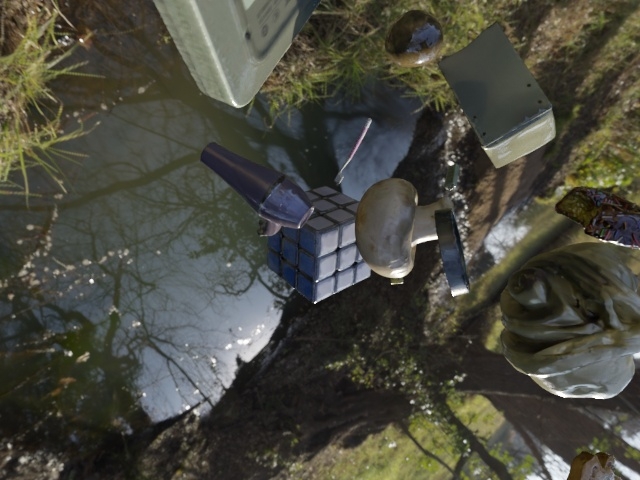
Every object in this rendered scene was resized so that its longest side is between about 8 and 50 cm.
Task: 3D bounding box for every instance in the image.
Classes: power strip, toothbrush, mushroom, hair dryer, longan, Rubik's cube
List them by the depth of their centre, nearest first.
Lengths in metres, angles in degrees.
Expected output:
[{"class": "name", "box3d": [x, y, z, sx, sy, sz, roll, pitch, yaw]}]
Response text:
[{"class": "power strip", "box3d": [0.328, -0.161, 1.077, 0.017, 0.027, 0.083, 40, 53, -30]}, {"class": "hair dryer", "box3d": [-0.172, -0.091, 1.169, 0.121, 0.301, 0.361, -54, 173, -23]}, {"class": "mushroom", "box3d": [0.249, -0.036, 1.265, 0.297, 0.290, 0.297, 2, 90, -73]}, {"class": "longan", "box3d": [0.282, -0.611, 1.319, 0.168, 0.187, 0.167, -2, 94, -28]}, {"class": "toothbrush", "box3d": [0.116, -0.315, 1.549, 0.020, 0.025, 0.286, -39, 164, -48]}, {"class": "Rubik's cube", "box3d": [0.000, 0.000, 1.625, 0.304, 0.305, 0.300, -21, 129, -37]}]

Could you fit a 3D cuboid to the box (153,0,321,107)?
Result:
[{"class": "box", "box3d": [-0.104, -0.463, 0.650, 0.395, 0.111, 0.396, -61, 163, -18]}]

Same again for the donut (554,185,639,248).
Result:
[{"class": "donut", "box3d": [0.744, -0.065, 1.114, 0.230, 0.216, 0.095, -74, 179, -65]}]

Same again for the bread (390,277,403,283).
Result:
[{"class": "bread", "box3d": [0.328, 0.065, 1.753, 0.088, 0.226, 0.049, -1, 180, -8]}]

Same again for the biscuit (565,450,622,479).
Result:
[{"class": "biscuit", "box3d": [0.525, 0.502, 0.825, 0.249, 0.035, 0.184, 45, 74, -29]}]

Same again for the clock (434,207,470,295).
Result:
[{"class": "clock", "box3d": [0.320, 0.026, 1.046, 0.042, 0.214, 0.215, -13, 161, 21]}]

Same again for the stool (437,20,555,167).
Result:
[{"class": "stool", "box3d": [0.459, -0.357, 1.117, 0.170, 0.269, 0.244, -30, 162, 24]}]

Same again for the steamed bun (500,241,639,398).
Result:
[{"class": "steamed bun", "box3d": [0.565, 0.163, 1.000, 0.247, 0.339, 0.352, 35, 107, -29]}]
